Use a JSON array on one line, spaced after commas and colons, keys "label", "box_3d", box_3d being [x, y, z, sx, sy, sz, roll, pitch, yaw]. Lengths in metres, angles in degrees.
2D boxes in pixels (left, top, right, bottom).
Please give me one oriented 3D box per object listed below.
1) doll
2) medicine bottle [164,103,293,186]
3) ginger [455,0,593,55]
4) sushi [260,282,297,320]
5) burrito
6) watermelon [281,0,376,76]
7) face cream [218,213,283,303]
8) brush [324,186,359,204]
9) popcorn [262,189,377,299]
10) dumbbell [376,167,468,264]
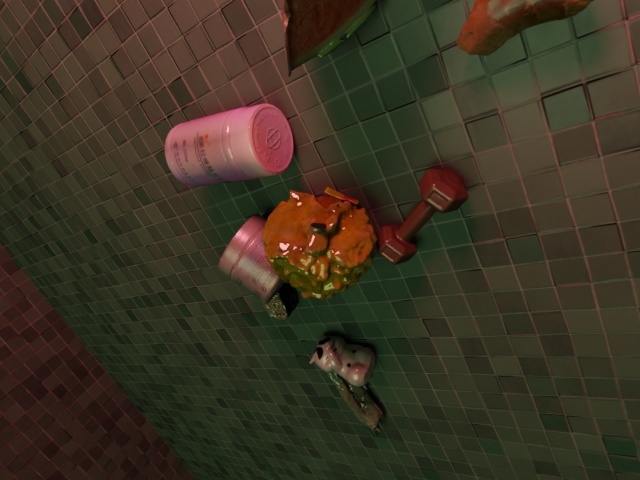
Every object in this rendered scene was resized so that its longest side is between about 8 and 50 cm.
[{"label": "doll", "box_3d": [0.064, 0.333, 1.221, 0.180, 0.110, 0.107, 22, 152, 16]}, {"label": "medicine bottle", "box_3d": [-0.201, -0.203, 0.957, 0.254, 0.152, 0.152, -1, 122, 34]}, {"label": "ginger", "box_3d": [0.282, -0.329, 0.617, 0.190, 0.069, 0.095, -7, 114, 37]}, {"label": "sushi", "box_3d": [-0.125, 0.152, 1.226, 0.090, 0.078, 0.150, 1, 124, 32]}, {"label": "burrito", "box_3d": [0.108, 0.477, 1.331, 0.096, 0.066, 0.309, -16, 113, 44]}, {"label": "watermelon", "box_3d": [0.047, -0.445, 0.606, 0.222, 0.319, 0.292, 0, 169, -1]}, {"label": "face cream", "box_3d": [-0.143, 0.047, 1.089, 0.153, 0.177, 0.177, 36, 134, 3]}, {"label": "brush", "box_3d": [0.048, -0.094, 0.975, 0.083, 0.019, 0.021, 23, 142, 16]}, {"label": "popcorn", "box_3d": [-0.006, 0.001, 0.919, 0.249, 0.249, 0.225, 11, 161, 25]}, {"label": "dumbbell", "box_3d": [0.196, -0.045, 0.874, 0.092, 0.082, 0.231, 36, 134, 2]}]
